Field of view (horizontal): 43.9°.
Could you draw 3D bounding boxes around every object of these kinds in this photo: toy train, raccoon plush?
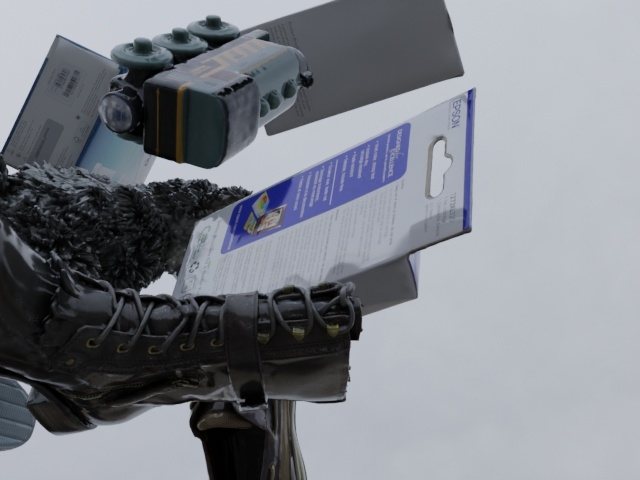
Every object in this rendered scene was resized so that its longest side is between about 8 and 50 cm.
[{"bbox_3d":[-0.141,-0.202,1.056,0.190,0.334,0.142,19,-60,16],"label":"toy train"},{"bbox_3d":[-0.278,-0.072,1.025,0.299,0.216,0.446,-42,-44,-15],"label":"raccoon plush"}]

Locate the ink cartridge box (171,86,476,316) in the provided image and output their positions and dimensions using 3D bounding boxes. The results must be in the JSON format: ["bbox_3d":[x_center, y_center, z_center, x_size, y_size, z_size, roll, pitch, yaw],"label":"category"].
[{"bbox_3d":[0.000,0.000,0.770,0.371,0.175,0.069,-24,-51,35],"label":"ink cartridge box"}]

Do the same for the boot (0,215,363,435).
[{"bbox_3d":[-0.088,0.049,0.508,0.229,0.091,0.263,-6,-32,2],"label":"boot"}]

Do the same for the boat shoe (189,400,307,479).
[{"bbox_3d":[-0.102,0.218,1.049,0.132,0.355,0.130,-17,-8,16],"label":"boat shoe"}]

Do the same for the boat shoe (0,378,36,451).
[{"bbox_3d":[-0.369,0.132,0.724,0.076,0.083,0.226,-12,-39,35],"label":"boat shoe"}]

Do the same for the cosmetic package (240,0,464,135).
[{"bbox_3d":[0.049,-0.335,1.427,0.366,0.155,0.197,-16,-77,1],"label":"cosmetic package"}]

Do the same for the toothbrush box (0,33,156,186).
[{"bbox_3d":[-0.369,-0.185,1.324,0.126,0.295,0.216,27,-87,8],"label":"toothbrush box"}]
